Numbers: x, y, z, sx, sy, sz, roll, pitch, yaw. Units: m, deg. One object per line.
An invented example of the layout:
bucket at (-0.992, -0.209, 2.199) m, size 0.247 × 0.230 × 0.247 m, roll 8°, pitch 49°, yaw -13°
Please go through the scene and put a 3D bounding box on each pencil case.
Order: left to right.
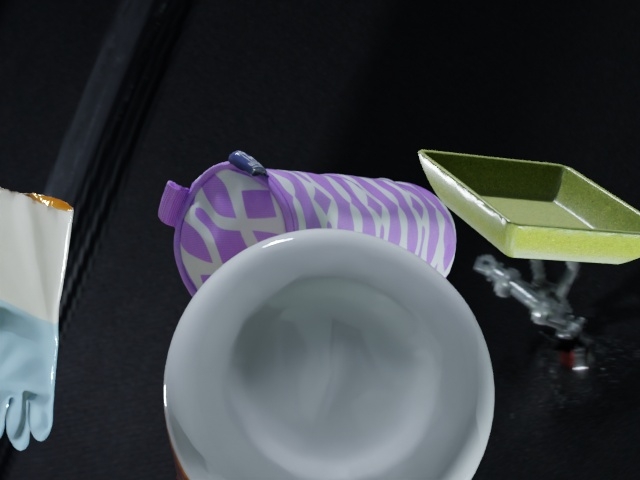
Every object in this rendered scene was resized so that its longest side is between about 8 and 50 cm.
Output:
pencil case at (0.000, 0.000, 0.607) m, size 0.088 × 0.206 × 0.086 m, roll 24°, pitch -79°, yaw 32°

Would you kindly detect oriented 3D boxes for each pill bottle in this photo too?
pill bottle at (-0.006, 0.087, 0.464) m, size 0.121 × 0.216 × 0.121 m, roll 2°, pitch -112°, yaw -5°

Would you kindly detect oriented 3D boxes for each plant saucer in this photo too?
plant saucer at (0.207, -0.028, 1.006) m, size 0.188 × 0.188 × 0.045 m, roll -131°, pitch -130°, yaw -56°

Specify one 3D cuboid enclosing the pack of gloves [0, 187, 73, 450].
pack of gloves at (-0.268, 0.039, 0.754) m, size 0.195 × 0.046 × 0.232 m, roll 19°, pitch -59°, yaw 8°
